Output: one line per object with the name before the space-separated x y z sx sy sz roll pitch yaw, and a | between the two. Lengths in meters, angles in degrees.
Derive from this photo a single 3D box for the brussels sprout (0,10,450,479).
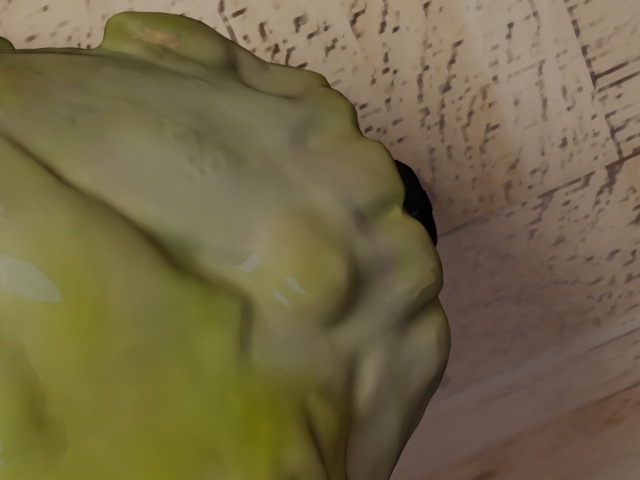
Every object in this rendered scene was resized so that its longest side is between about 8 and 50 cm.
brussels sprout | -0.121 0.066 0.586 0.316 0.242 0.274 -1 99 -10

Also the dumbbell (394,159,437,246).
dumbbell | 0.000 0.000 0.684 0.083 0.040 0.036 -20 157 1
